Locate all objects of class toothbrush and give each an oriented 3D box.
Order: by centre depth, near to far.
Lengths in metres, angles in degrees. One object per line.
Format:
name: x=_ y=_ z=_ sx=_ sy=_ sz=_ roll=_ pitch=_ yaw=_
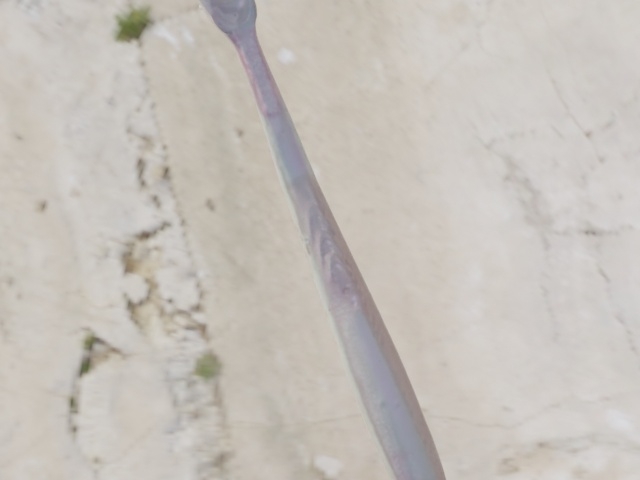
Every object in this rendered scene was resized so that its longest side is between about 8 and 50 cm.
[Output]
toothbrush: x=0.000 y=0.000 z=0.785 sx=0.025 sy=0.029 sz=0.307 roll=-25 pitch=104 yaw=-11
